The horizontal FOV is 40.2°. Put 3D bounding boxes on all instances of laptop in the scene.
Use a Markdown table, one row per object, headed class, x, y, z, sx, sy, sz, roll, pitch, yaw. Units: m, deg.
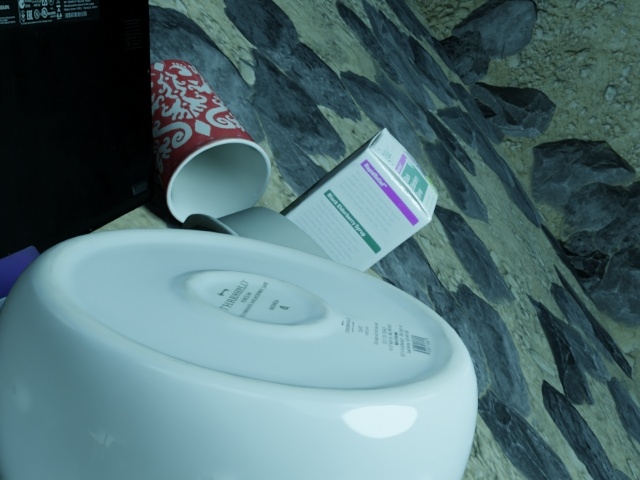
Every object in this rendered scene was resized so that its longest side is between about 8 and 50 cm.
| class | x | y | z | sx | sy | sz | roll | pitch | yaw |
| --- | --- | --- | --- | --- | --- | --- | --- | --- | --- |
| laptop | -0.325 | -0.192 | 0.691 | 0.382 | 0.236 | 0.407 | -45 | 138 | -66 |

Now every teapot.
| class | x | y | z | sx | sy | sz | roll | pitch | yaw |
| --- | --- | --- | --- | --- | --- | --- | --- | --- | --- |
| teapot | -0.051 | 0.111 | 0.449 | 0.256 | 0.187 | 0.252 | -1 | 21 | -42 |

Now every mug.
| class | x | y | z | sx | sy | sz | roll | pitch | yaw |
| --- | --- | --- | --- | --- | --- | --- | --- | --- | --- |
| mug | -0.144 | -0.097 | 0.945 | 0.113 | 0.150 | 0.169 | -5 | 44 | -32 |

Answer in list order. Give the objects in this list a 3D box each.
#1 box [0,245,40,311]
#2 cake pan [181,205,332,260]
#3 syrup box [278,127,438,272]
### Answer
| class | x | y | z | sx | sy | sz | roll | pitch | yaw |
| --- | --- | --- | --- | --- | --- | --- | --- | --- | --- |
| box | -0.172 | 0.153 | 0.515 | 0.261 | 0.103 | 0.184 | 53 | 25 | -1 |
| cake pan | -0.015 | 0.095 | 0.722 | 0.293 | 0.054 | 0.293 | 48 | -23 | 27 |
| syrup box | 0.000 | 0.000 | 0.887 | 0.096 | 0.237 | 0.093 | 50 | 22 | -8 |
